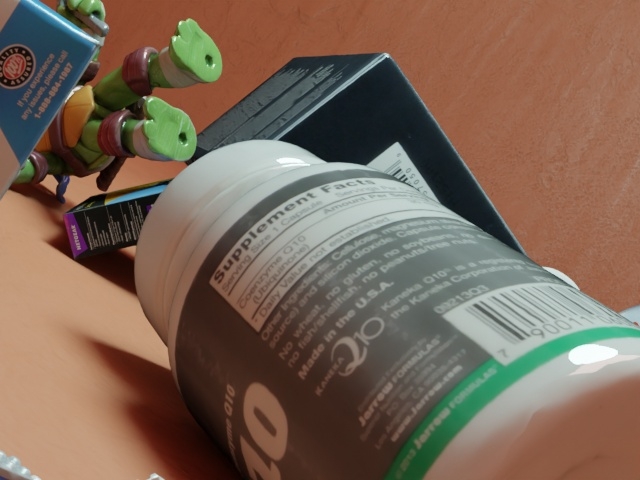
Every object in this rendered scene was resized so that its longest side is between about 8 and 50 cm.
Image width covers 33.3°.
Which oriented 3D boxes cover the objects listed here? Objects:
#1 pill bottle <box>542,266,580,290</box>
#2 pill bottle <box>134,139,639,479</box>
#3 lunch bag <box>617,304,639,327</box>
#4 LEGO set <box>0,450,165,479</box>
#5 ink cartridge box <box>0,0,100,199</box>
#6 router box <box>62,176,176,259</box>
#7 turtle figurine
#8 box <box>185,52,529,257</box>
[{"bbox_3d":[0.239,0.124,1.477,0.169,0.169,0.301,33,-19,-7],"label":"pill bottle"},{"bbox_3d":[0.034,0.075,0.629,0.204,0.204,0.361,31,4,-38],"label":"pill bottle"},{"bbox_3d":[0.487,0.248,1.464,0.327,0.239,0.385,64,11,6],"label":"lunch bag"},{"bbox_3d":[-0.134,0.059,0.318,0.182,0.060,0.244,37,-8,-7],"label":"LEGO set"},{"bbox_3d":[-0.285,-0.122,0.683,0.233,0.171,0.168,33,3,-15],"label":"ink cartridge box"},{"bbox_3d":[-0.157,-0.028,0.995,0.179,0.133,0.046,-129,-154,-82],"label":"router box"},{"bbox_3d":[-0.248,-0.149,1.012,0.266,0.198,0.274,-4,-64,34],"label":"turtle figurine"},{"bbox_3d":[0.020,-0.044,1.268,0.293,0.212,0.395,53,-6,-15],"label":"box"}]
